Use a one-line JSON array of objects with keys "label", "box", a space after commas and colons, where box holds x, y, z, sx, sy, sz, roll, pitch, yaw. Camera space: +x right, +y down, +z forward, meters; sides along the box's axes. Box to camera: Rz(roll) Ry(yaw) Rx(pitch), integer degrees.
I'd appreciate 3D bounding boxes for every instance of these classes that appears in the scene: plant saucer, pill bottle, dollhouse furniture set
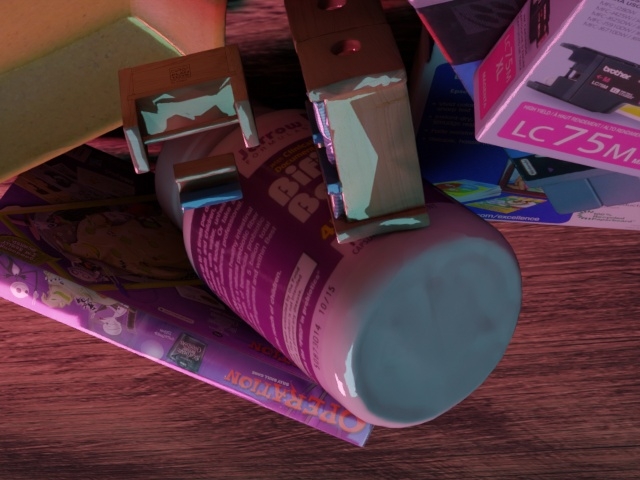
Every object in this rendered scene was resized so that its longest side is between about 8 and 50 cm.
[{"label": "plant saucer", "box": [-0.221, -0.129, 1.138, 0.332, 0.081, 0.333, -27, 166, -12]}, {"label": "pill bottle", "box": [0.000, 0.000, 1.360, 0.169, 0.169, 0.301, 21, -169, -44]}, {"label": "dollhouse furniture set", "box": [-0.034, -0.079, 1.225, 0.183, 0.129, 0.129, -12, 127, -1]}]

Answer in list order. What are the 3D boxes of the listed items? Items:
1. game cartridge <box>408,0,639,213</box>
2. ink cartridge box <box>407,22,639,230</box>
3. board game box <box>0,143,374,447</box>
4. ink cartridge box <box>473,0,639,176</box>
[{"label": "game cartridge", "box": [0.201, -0.131, 1.151, 0.230, 0.068, 0.355, -14, 147, 20]}, {"label": "ink cartridge box", "box": [0.216, -0.100, 1.347, 0.303, 0.072, 0.307, 5, 153, -4]}, {"label": "board game box", "box": [-0.099, 0.034, 1.472, 0.346, 0.056, 0.208, 23, -154, 0]}, {"label": "ink cartridge box", "box": [0.231, -0.136, 1.026, 0.185, 0.065, 0.311, 11, 147, -15]}]
